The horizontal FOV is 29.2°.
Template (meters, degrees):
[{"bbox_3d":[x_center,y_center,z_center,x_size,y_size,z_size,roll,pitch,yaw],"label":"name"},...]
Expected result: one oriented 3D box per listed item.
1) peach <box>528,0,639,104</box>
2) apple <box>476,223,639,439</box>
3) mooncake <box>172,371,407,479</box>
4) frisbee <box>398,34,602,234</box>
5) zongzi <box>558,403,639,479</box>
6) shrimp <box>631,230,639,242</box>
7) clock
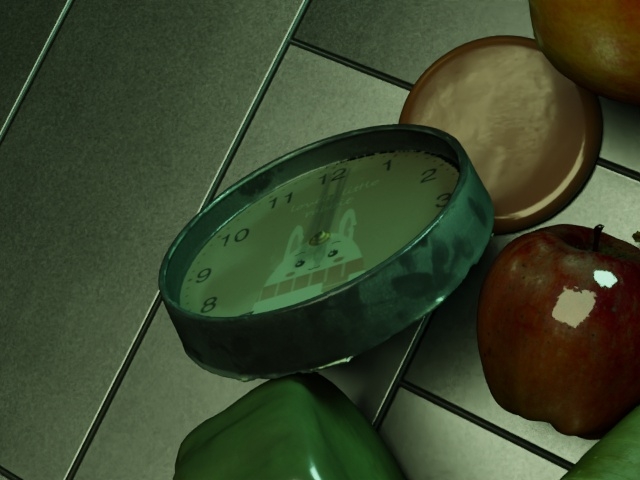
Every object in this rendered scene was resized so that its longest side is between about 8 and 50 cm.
[{"bbox_3d":[0.392,-0.326,1.280,0.388,0.388,0.388,-4,76,18],"label":"peach"},{"bbox_3d":[0.268,0.091,1.292,0.234,0.234,0.234,-4,76,18],"label":"apple"},{"bbox_3d":[-0.009,0.305,1.272,0.187,0.351,0.351,-34,69,11],"label":"mooncake"},{"bbox_3d":[0.210,-0.130,1.473,0.251,0.021,0.250,-5,76,19],"label":"frisbee"},{"bbox_3d":[0.340,0.335,1.272,0.356,0.392,0.174,-32,49,-31],"label":"zongzi"},{"bbox_3d":[0.462,0.046,1.328,0.267,0.061,0.145,25,96,20],"label":"shrimp"},{"bbox_3d":[0.000,0.000,1.355,0.386,0.076,0.386,-20,28,11],"label":"clock"}]
